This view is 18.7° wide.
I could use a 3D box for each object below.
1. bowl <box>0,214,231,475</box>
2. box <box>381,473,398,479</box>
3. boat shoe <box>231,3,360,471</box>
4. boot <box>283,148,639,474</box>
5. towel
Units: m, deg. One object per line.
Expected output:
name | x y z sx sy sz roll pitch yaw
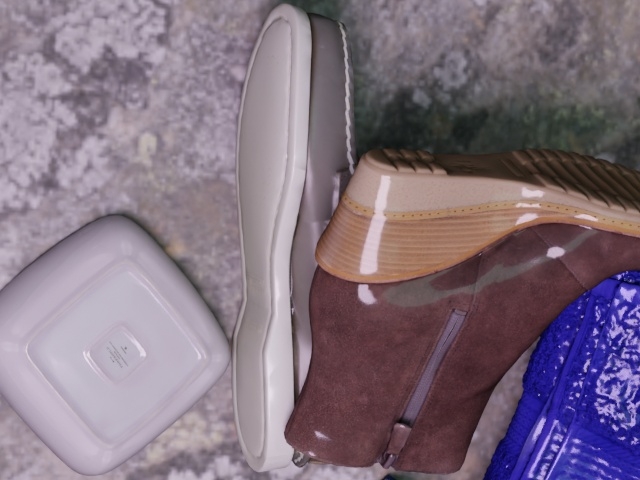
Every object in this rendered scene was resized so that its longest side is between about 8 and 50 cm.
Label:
bowl | -0.136 0.069 1.252 0.142 0.053 0.142 -40 104 -12
box | 0.004 0.235 1.311 0.169 0.054 0.059 -36 104 -12
boat shoe | -0.001 -0.001 1.264 0.091 0.109 0.305 -1 101 -19
boot | 0.109 0.049 1.217 0.248 0.090 0.206 6 115 -15
towel | 0.217 0.182 1.288 0.228 0.076 0.308 24 105 9
